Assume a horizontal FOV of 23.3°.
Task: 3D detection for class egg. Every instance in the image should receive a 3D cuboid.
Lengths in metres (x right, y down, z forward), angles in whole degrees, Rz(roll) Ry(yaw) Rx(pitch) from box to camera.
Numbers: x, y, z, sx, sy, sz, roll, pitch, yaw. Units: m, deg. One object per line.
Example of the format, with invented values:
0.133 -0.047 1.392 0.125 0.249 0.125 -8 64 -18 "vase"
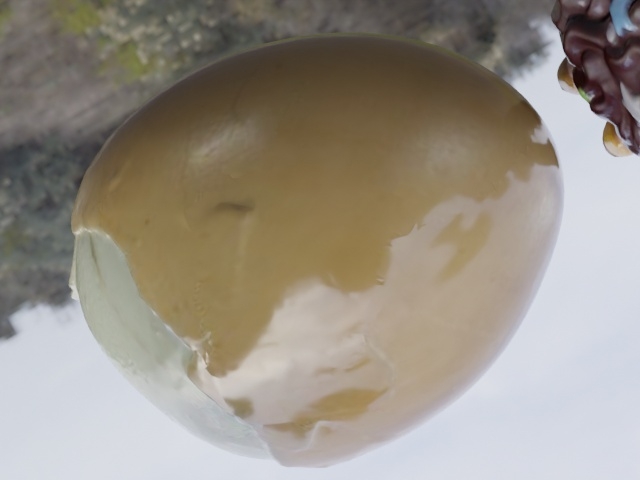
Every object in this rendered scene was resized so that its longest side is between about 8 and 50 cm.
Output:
0.000 0.000 0.737 0.244 0.201 0.201 -26 -175 26 "egg"

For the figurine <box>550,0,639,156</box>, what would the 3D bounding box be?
0.157 -0.083 0.625 0.116 0.175 0.240 -42 -179 1 "figurine"
